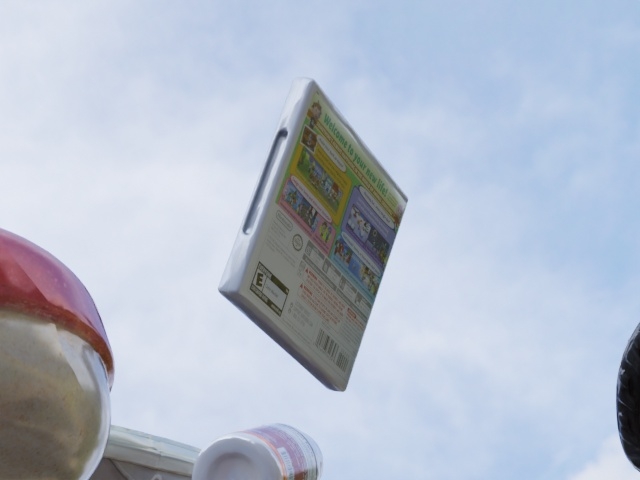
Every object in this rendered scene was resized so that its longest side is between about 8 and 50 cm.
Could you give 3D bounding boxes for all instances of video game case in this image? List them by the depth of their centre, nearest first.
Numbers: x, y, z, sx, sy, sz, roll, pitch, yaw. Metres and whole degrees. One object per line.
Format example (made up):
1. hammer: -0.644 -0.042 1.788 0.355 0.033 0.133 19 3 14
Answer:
1. video game case: 0.000 0.000 1.258 0.212 0.023 0.193 47 -123 -53

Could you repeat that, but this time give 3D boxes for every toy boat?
1. toy boat: -0.165 0.041 0.554 0.151 0.151 0.231 -10 -16 -22

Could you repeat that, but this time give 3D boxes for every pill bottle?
1. pill bottle: -0.051 0.211 1.374 0.086 0.086 0.152 -42 -14 12

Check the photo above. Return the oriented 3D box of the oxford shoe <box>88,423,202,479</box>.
1. oxford shoe: -0.134 0.269 1.497 0.449 0.169 0.130 23 -106 -47

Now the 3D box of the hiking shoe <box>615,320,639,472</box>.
1. hiking shoe: 0.239 0.034 0.902 0.114 0.086 0.227 -16 -58 -67
